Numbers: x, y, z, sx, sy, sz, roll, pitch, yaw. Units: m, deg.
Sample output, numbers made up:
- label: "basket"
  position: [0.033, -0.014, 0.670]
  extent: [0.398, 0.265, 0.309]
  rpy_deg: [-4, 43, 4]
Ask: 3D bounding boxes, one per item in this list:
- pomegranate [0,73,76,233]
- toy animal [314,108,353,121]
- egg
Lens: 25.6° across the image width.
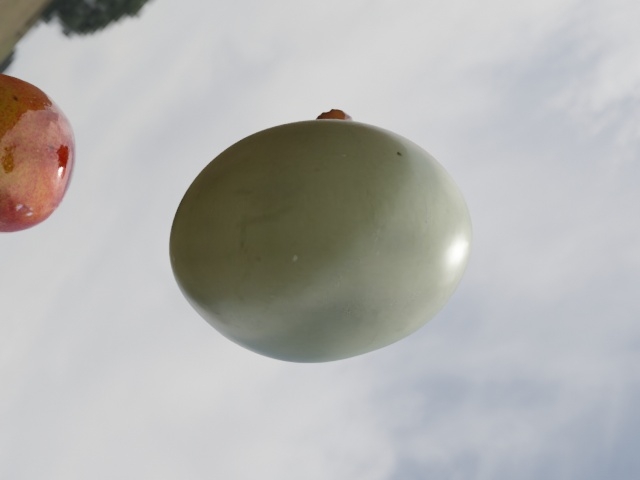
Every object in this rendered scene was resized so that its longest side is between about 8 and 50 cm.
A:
- label: "pomegranate"
  position: [-0.454, -0.123, 1.914]
  extent: [0.221, 0.256, 0.221]
  rpy_deg: [-8, -103, 41]
- label: "toy animal"
  position: [-0.019, -0.094, 2.071]
  extent: [0.281, 0.195, 0.169]
  rpy_deg: [-21, -119, 53]
- label: "egg"
  position: [0.000, 0.000, 1.254]
  extent: [0.269, 0.219, 0.219]
  rpy_deg: [2, -146, 12]
